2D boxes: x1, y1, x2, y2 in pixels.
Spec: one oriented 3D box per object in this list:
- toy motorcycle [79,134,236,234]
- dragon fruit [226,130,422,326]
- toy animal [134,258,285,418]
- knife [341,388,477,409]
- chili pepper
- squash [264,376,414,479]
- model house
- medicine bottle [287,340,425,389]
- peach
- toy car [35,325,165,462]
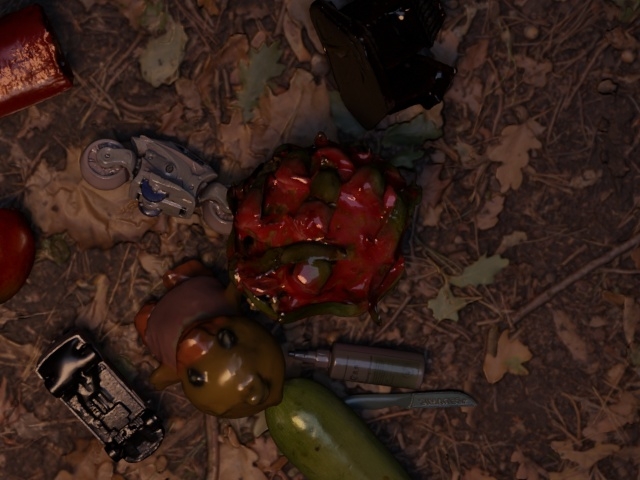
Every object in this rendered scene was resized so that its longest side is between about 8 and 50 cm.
[{"bbox_3d":[-0.212,-0.087,1.814,0.254,0.112,0.112,19,93,-5],"label":"toy motorcycle"},{"bbox_3d":[-0.003,-0.010,1.746,0.303,0.231,0.237,-37,133,-29],"label":"dragon fruit"},{"bbox_3d":[-0.143,0.153,1.756,0.169,0.281,0.195,37,91,-28],"label":"toy animal"},{"bbox_3d":[0.129,0.238,1.909,0.210,0.015,0.028,-3,89,-6],"label":"knife"},{"bbox_3d":[-0.513,-0.209,1.749,0.338,0.131,0.134,-23,122,-6],"label":"chili pepper"},{"bbox_3d":[0.059,0.342,1.866,0.118,0.118,0.370,-43,102,0],"label":"squash"},{"bbox_3d":[0.103,-0.272,1.820,0.164,0.141,0.203,-33,120,-23],"label":"model house"},{"bbox_3d":[0.050,0.178,1.874,0.199,0.057,0.057,9,95,-6],"label":"medicine bottle"},{"bbox_3d":[-0.459,0.025,1.792,0.118,0.151,0.151,-2,98,40],"label":"peach"},{"bbox_3d":[-0.308,0.219,1.825,0.089,0.108,0.209,-42,102,-3],"label":"toy car"}]
